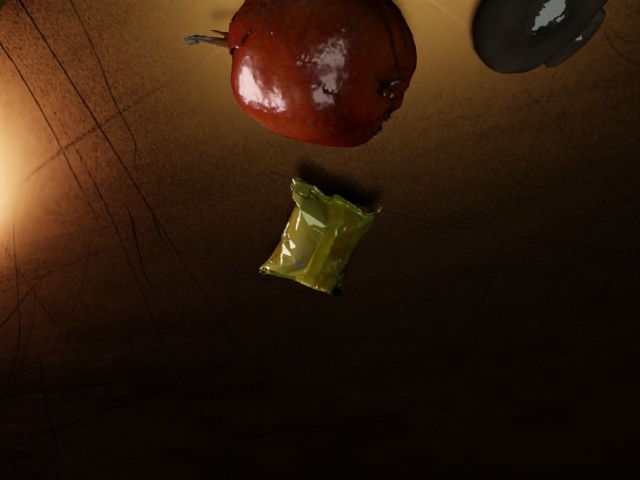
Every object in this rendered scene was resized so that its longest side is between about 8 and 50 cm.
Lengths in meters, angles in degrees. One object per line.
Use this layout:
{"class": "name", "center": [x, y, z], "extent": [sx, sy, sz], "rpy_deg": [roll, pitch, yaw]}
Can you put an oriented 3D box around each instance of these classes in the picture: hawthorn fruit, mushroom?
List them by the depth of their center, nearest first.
{"class": "mushroom", "center": [0.283, -0.288, 0.639], "extent": [0.141, 0.117, 0.188], "rpy_deg": [38, 125, -7]}
{"class": "hawthorn fruit", "center": [-0.030, -0.234, 0.646], "extent": [0.299, 0.211, 0.211], "rpy_deg": [15, 126, 6]}

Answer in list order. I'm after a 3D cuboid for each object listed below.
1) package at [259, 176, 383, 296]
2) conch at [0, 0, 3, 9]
{"class": "package", "center": [0.000, 0.000, 0.868], "extent": [0.168, 0.090, 0.226], "rpy_deg": [17, 127, -11]}
{"class": "conch", "center": [-0.516, -0.349, 0.635], "extent": [0.251, 0.137, 0.143], "rpy_deg": [22, 147, 2]}
